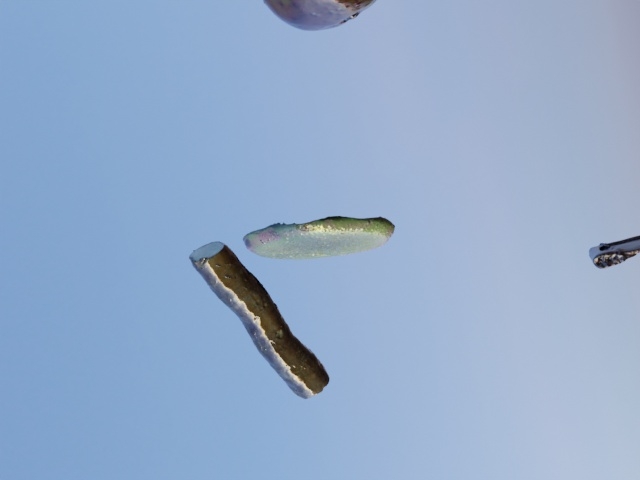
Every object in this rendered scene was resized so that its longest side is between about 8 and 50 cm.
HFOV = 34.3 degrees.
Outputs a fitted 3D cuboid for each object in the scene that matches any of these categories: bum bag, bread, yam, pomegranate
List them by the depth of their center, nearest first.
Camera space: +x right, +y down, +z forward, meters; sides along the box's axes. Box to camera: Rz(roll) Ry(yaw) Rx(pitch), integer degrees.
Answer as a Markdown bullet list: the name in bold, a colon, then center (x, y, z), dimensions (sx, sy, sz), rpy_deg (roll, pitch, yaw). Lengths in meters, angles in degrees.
- **yam**: center (-0.076, 0.102, 1.344), dimensions (0.253, 0.061, 0.061), rpy_deg (54, -154, -23)
- **bum bag**: center (0.467, 0.007, 1.493), dimensions (0.109, 0.159, 0.026), rpy_deg (-29, -77, -76)
- **bread**: center (0.000, 0.000, 1.545), dimensions (0.228, 0.228, 0.034), rpy_deg (17, -115, -67)
- **pomegranate**: center (-0.003, -0.565, 1.989), dimensions (0.290, 0.290, 0.324), rpy_deg (21, -127, -66)
